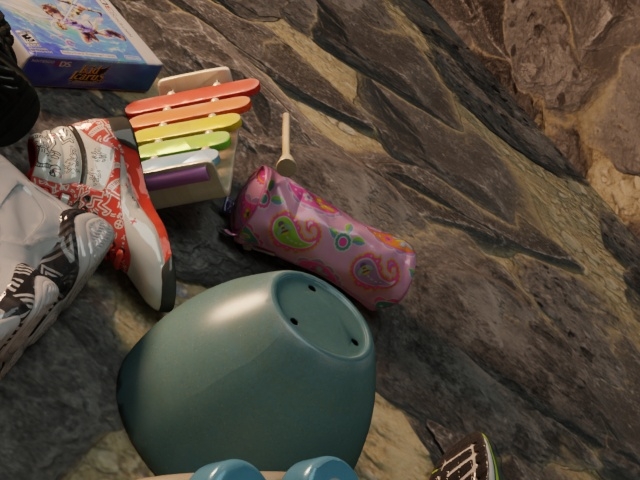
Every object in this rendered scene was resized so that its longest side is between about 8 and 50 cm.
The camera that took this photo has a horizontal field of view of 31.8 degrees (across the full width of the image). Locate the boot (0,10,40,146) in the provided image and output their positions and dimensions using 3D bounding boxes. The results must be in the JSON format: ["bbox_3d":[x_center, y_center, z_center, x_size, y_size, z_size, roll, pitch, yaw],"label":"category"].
[{"bbox_3d":[-0.487,-0.274,1.332,0.348,0.131,0.260,51,3,-40],"label":"boot"}]

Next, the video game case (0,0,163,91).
[{"bbox_3d":[-0.408,-0.331,1.705,0.244,0.061,0.269,49,29,22],"label":"video game case"}]

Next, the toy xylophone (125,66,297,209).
[{"bbox_3d":[-0.157,-0.148,1.594,0.323,0.236,0.081,-105,-179,-58],"label":"toy xylophone"}]

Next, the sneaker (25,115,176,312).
[{"bbox_3d":[-0.275,-0.023,1.373,0.145,0.090,0.270,-11,69,-24],"label":"sneaker"}]

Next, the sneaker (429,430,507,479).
[{"bbox_3d":[0.213,0.364,1.356,0.121,0.111,0.300,34,31,-31],"label":"sneaker"}]

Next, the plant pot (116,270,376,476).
[{"bbox_3d":[-0.051,0.147,1.246,0.290,0.195,0.290,29,28,-17],"label":"plant pot"}]

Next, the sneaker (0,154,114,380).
[{"bbox_3d":[-0.361,0.019,1.139,0.210,0.137,0.366,36,22,-4],"label":"sneaker"}]

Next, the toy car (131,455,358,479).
[{"bbox_3d":[-0.087,0.324,0.982,0.210,0.219,0.238,9,67,-44],"label":"toy car"}]

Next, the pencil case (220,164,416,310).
[{"bbox_3d":[0.000,0.000,1.633,0.284,0.124,0.124,27,29,-20],"label":"pencil case"}]
